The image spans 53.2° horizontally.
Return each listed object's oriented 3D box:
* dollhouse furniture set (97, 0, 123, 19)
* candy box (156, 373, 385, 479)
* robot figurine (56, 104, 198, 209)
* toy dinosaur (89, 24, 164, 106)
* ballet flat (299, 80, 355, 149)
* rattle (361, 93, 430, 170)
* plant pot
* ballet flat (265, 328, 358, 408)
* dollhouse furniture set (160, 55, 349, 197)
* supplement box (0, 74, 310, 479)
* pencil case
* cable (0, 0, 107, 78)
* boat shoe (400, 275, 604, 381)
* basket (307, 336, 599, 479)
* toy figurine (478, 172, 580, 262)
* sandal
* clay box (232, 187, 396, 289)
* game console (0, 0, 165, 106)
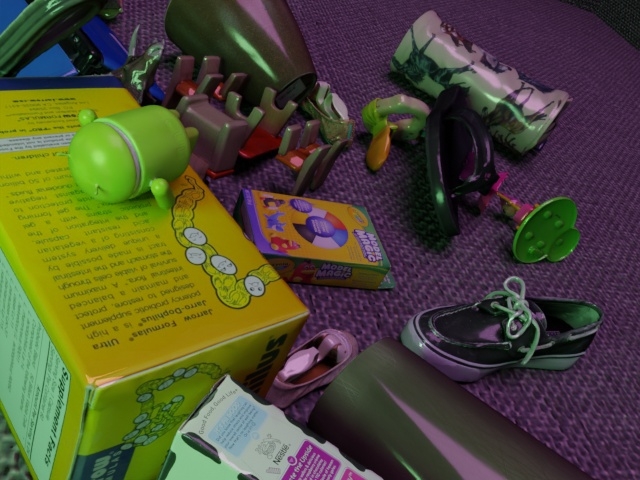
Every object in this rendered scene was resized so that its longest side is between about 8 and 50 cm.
[{"bbox_3d":[-0.434,-0.451,1.079,0.160,0.101,0.182,-3,2,-6],"label":"dollhouse furniture set"},{"bbox_3d":[-0.016,0.231,0.487,0.233,0.159,0.071,32,35,7],"label":"candy box"},{"bbox_3d":[-0.153,-0.071,0.521,0.101,0.067,0.115,43,39,9],"label":"robot figurine"},{"bbox_3d":[-0.328,-0.147,0.822,0.313,0.121,0.160,-21,46,-6],"label":"toy dinosaur"},{"bbox_3d":[0.007,-0.251,1.174,0.073,0.067,0.206,-8,48,-38],"label":"ballet flat"},{"bbox_3d":[0.165,-0.181,1.193,0.199,0.130,0.143,28,40,-55],"label":"rattle"},{"bbox_3d":[-0.117,-0.337,1.116,0.230,0.215,0.215,52,41,10],"label":"plant pot"},{"bbox_3d":[-0.003,0.133,0.706,0.057,0.052,0.168,40,38,18],"label":"ballet flat"},{"bbox_3d":[-0.130,-0.147,0.945,0.262,0.135,0.259,34,25,10],"label":"dollhouse furniture set"},{"bbox_3d":[-0.211,0.027,0.590,0.195,0.194,0.356,-15,53,-42],"label":"supplement box"},{"bbox_3d":[0.350,-0.358,1.436,0.410,0.160,0.183,38,46,16],"label":"pencil case"},{"bbox_3d":[-0.333,-0.176,0.622,0.072,0.287,0.139,58,33,0],"label":"cable"},{"bbox_3d":[0.251,0.114,0.840,0.306,0.105,0.113,8,40,-24],"label":"boat shoe"},{"bbox_3d":[0.110,0.211,0.603,0.204,0.154,0.227,-23,55,-42],"label":"basket"},{"bbox_3d":[0.353,-0.052,1.121,0.173,0.130,0.159,24,20,-42],"label":"toy figurine"},{"bbox_3d":[0.254,-0.169,1.121,0.107,0.168,0.446,-10,30,22],"label":"sandal"},{"bbox_3d":[0.000,0.000,0.872,0.221,0.053,0.127,6,41,-25],"label":"clay box"},{"bbox_3d":[-0.425,-0.279,0.980,0.293,0.173,0.250,49,11,28],"label":"game console"}]
